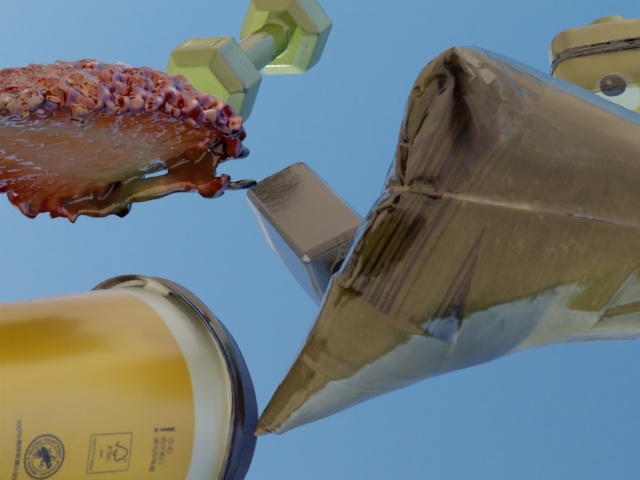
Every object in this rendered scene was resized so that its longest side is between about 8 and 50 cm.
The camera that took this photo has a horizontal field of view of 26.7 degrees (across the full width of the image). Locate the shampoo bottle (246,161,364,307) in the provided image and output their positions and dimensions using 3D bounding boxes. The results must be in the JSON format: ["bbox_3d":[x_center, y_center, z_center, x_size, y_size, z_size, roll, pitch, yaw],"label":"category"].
[{"bbox_3d":[0.000,0.000,1.377,0.079,0.080,0.246,-28,-152,-8],"label":"shampoo bottle"}]

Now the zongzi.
[{"bbox_3d":[0.139,0.054,0.849,0.274,0.145,0.300,28,-95,19],"label":"zongzi"}]

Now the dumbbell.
[{"bbox_3d":[-0.088,-0.230,1.683,0.121,0.108,0.302,2,-155,24],"label":"dumbbell"}]

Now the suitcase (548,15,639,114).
[{"bbox_3d":[0.372,-0.159,1.547,0.235,0.194,0.143,-7,-135,6],"label":"suitcase"}]

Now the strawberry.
[{"bbox_3d":[-0.141,-0.077,0.806,0.167,0.208,0.087,-14,-108,16],"label":"strawberry"}]

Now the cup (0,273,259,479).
[{"bbox_3d":[-0.188,0.117,0.866,0.196,0.280,0.196,-2,-94,42],"label":"cup"}]
